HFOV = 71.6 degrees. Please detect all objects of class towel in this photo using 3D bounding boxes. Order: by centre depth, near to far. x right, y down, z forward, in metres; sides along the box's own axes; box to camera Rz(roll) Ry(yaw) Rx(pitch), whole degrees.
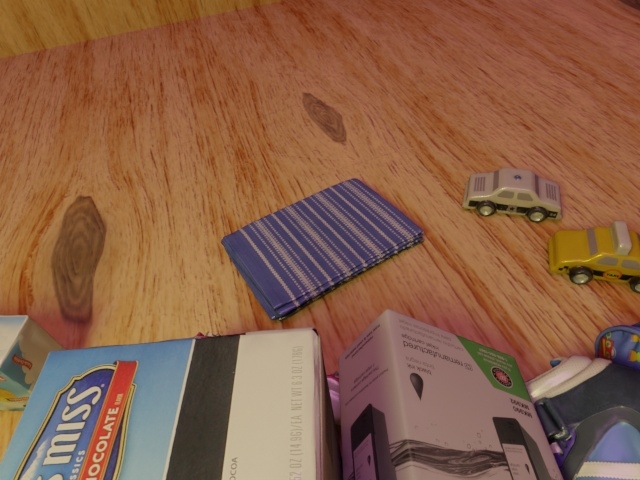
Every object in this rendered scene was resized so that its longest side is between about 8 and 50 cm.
[{"bbox_3d":[0.000,0.000,0.869,0.336,0.040,0.243,-26,48,-20],"label":"towel"}]

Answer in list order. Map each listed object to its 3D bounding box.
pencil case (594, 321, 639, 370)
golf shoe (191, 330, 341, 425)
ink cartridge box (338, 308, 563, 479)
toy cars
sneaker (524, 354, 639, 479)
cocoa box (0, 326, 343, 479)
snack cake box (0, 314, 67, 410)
[{"bbox_3d":[0.548,0.135,0.604,0.307,0.133,0.119,-15,80,-7],"label":"pencil case"},{"bbox_3d":[-0.062,0.230,0.619,0.307,0.115,0.140,11,65,19],"label":"golf shoe"},{"bbox_3d":[0.140,0.244,0.466,0.211,0.121,0.289,23,36,-19],"label":"ink cartridge box"},{"bbox_3d":[0.440,-0.044,0.813,0.177,0.087,0.393,-28,50,-19],"label":"toy cars"},{"bbox_3d":[0.292,0.288,0.520,0.322,0.130,0.236,-53,32,-10],"label":"sneaker"},{"bbox_3d":[-0.094,0.273,0.400,0.228,0.346,0.231,-5,46,3],"label":"cocoa box"},{"bbox_3d":[-0.538,0.189,0.670,0.265,0.152,0.089,-2,47,6],"label":"snack cake box"}]
